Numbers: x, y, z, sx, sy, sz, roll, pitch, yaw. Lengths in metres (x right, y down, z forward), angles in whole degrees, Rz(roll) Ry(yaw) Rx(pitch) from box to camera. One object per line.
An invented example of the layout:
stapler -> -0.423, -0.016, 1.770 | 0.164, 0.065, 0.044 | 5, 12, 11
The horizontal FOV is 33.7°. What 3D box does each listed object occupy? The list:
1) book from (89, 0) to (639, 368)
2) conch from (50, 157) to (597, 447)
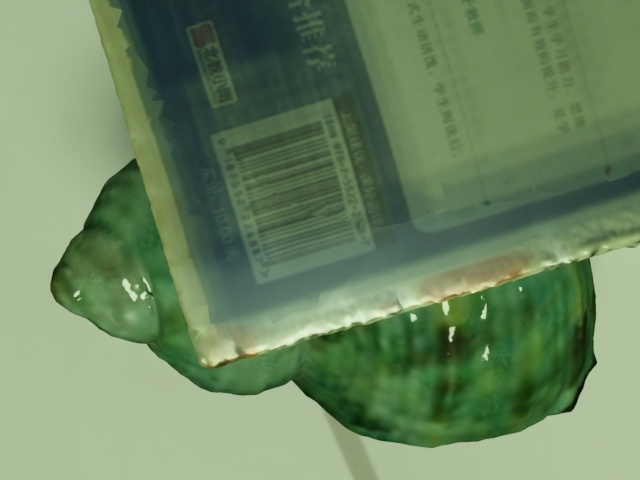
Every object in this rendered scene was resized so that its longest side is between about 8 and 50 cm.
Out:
book -> 0.083, -0.111, 0.329 | 0.322, 0.018, 0.228 | -16, 92, 3
conch -> 0.003, -0.001, 0.404 | 0.188, 0.122, 0.176 | -15, 80, 6
